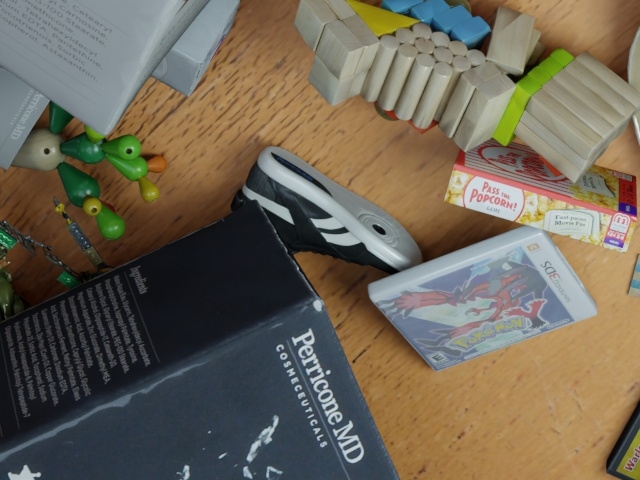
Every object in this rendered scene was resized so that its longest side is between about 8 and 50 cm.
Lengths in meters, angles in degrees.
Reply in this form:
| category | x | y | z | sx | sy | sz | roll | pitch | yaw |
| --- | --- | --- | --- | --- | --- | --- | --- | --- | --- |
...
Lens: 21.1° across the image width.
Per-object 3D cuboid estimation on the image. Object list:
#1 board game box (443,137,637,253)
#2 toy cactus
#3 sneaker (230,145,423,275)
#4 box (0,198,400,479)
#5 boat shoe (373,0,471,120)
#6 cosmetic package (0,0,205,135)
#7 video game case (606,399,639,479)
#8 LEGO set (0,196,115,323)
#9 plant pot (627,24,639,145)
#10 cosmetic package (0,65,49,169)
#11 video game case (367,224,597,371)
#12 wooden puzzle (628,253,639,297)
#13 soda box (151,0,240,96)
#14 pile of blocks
| category | x | y | z | sx | sy | sz | roll | pitch | yaw |
| --- | --- | --- | --- | --- | --- | --- | --- | --- | --- |
| board game box | 0.234 | -0.054 | 1.810 | 0.194 | 0.147 | 0.045 | 16 | 110 | 4 |
| toy cactus | -0.270 | -0.111 | 1.922 | 0.181 | 0.112 | 0.219 | -2 | 114 | 31 |
| sneaker | 0.000 | 0.000 | 1.917 | 0.217 | 0.079 | 0.121 | 36 | 116 | 5 |
| box | -0.161 | 0.294 | 1.825 | 0.472 | 0.297 | 0.479 | -26 | 116 | -5 |
| boat shoe | 0.110 | -0.197 | 1.840 | 0.056 | 0.048 | 0.153 | 31 | 107 | 3 |
| cosmetic package | -0.202 | -0.373 | 1.585 | 0.327 | 0.329 | 0.393 | 36 | 152 | -3 |
| video game case | 0.490 | 0.195 | 1.918 | 0.248 | 0.035 | 0.274 | 24 | 114 | 1 |
| LEGO set | -0.382 | 0.038 | 1.926 | 0.331 | 0.192 | 0.255 | 30 | 103 | -28 |
| plant pot | 0.465 | -0.133 | 1.698 | 0.191 | 0.284 | 0.284 | -24 | 108 | -18 |
| cosmetic package | -0.416 | -0.185 | 1.852 | 0.238 | 0.107 | 0.127 | 22 | 121 | -23 |
| video game case | 0.179 | 0.065 | 1.878 | 0.201 | 0.023 | 0.183 | -21 | 141 | 18 |
| wooden puzzle | 0.369 | 0.043 | 1.898 | 0.049 | 0.006 | 0.083 | 14 | 112 | 5 |
| soda box | -0.234 | -0.273 | 1.824 | 0.286 | 0.098 | 0.091 | 29 | 157 | -2 |
| pile of blocks | 0.144 | -0.163 | 1.776 | 0.362 | 0.149 | 0.112 | 21 | 141 | -1 |
